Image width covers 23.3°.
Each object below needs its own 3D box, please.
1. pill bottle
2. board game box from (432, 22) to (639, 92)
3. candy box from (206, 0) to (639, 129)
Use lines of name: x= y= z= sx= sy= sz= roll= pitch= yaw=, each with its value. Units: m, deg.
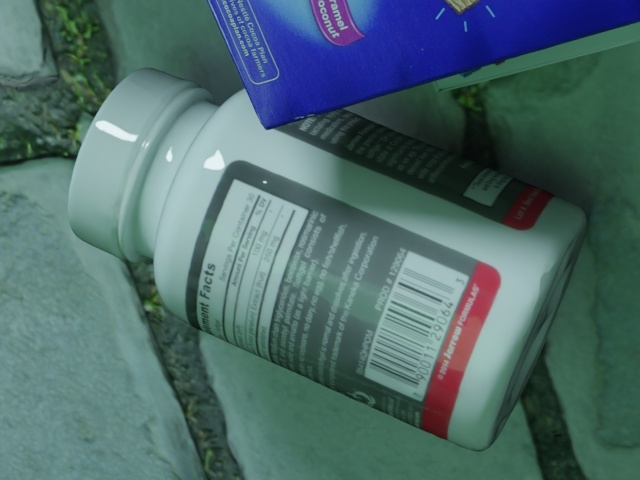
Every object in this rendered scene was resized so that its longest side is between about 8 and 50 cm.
pill bottle: x=0.000 y=0.000 z=1.033 sx=0.319 sy=0.176 sz=0.176 roll=23 pitch=125 yaw=13
board game box: x=0.173 y=-0.213 z=0.899 sx=0.305 sy=0.053 sz=0.193 roll=-11 pitch=111 yaw=31
candy box: x=0.070 y=-0.230 z=0.832 sx=0.317 sy=0.122 sz=0.268 roll=-12 pitch=109 yaw=33
